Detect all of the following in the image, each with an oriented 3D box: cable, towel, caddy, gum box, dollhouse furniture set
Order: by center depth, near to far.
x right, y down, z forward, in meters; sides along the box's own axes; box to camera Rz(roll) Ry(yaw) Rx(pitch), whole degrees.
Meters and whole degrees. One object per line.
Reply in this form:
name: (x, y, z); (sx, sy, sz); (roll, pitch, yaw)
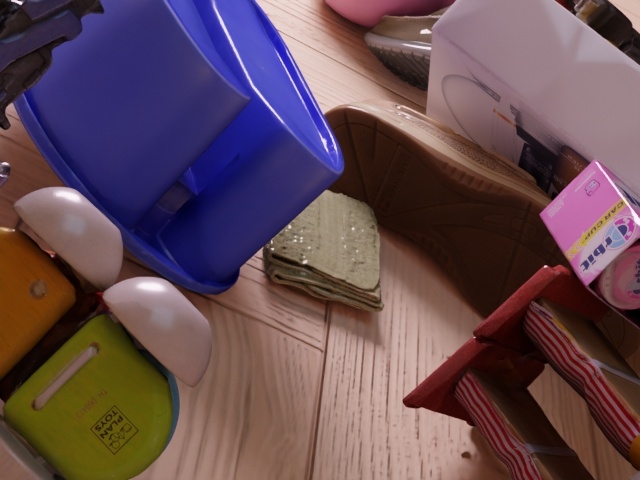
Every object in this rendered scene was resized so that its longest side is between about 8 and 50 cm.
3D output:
gum box: (0.259, 0.035, 1.107); (0.188, 0.062, 0.107); (36, 17, -27)
caddy: (-0.133, -0.111, 1.133); (0.241, 0.179, 0.341); (39, 19, -44)
dollhouse furniture set: (0.259, 0.174, 1.153); (0.374, 0.152, 0.201); (23, 25, -52)
towel: (0.000, 0.000, 1.240); (0.110, 0.027, 0.148); (22, 32, -17)
cable: (0.270, -0.193, 1.454); (0.139, 0.072, 0.287); (48, 14, 27)

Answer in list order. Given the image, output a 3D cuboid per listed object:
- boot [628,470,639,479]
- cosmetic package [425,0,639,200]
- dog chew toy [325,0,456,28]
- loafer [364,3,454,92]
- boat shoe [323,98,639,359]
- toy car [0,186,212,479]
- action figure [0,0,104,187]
boot: (0.157, 0.191, 0.921); (0.076, 0.208, 0.190); (4, 40, -42)
cosmetic package: (0.263, -0.049, 1.341); (0.377, 0.097, 0.284); (40, -10, 13)
dog chew toy: (0.158, -0.321, 1.624); (0.332, 0.207, 0.206); (8, 31, 1)
loafer: (0.159, -0.203, 1.536); (0.251, 0.087, 0.094); (12, -19, 36)
boat shoe: (0.153, -0.023, 1.325); (0.341, 0.122, 0.110); (38, 31, 11)
toy car: (-0.154, 0.073, 0.894); (0.182, 0.159, 0.136); (43, -5, 18)
action figure: (-0.285, -0.119, 0.905); (0.178, 0.341, 0.330); (19, -35, 55)
